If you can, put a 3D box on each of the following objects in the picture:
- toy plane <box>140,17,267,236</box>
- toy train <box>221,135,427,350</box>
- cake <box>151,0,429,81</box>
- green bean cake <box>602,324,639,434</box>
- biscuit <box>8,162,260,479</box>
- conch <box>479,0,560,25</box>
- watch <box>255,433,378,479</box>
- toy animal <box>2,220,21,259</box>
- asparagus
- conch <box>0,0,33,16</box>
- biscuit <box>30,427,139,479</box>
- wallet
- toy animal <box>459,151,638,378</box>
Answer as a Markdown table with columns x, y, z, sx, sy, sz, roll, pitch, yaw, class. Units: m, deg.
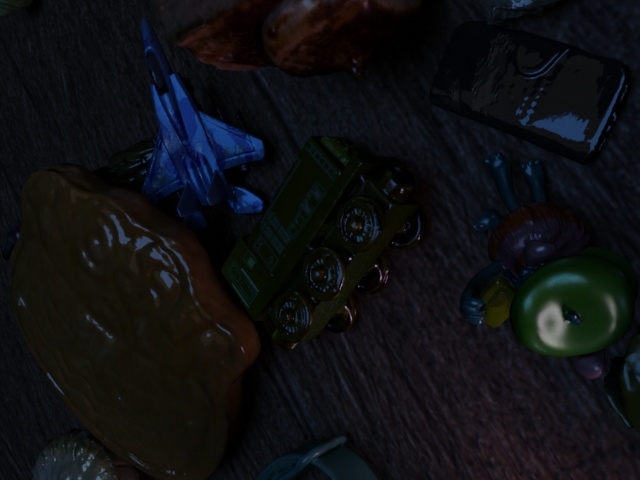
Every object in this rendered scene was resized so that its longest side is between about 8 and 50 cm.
| x | y | z | sx | sy | sz | roll | pitch | yaw | class |
| --- | --- | --- | --- | --- | --- | --- | --- | --- | --- |
| -0.152 | -0.131 | 0.703 | 0.169 | 0.078 | 0.247 | -20 | 85 | 21 | toy plane |
| 0.000 | 0.000 | 0.601 | 0.137 | 0.090 | 0.226 | 51 | 121 | 28 | toy train |
| -0.030 | -0.261 | 0.545 | 0.198 | 0.196 | 0.293 | -20 | 86 | 39 | cake |
| 0.325 | 0.122 | 0.281 | 0.309 | 0.202 | 0.285 | -34 | 75 | 35 | green bean cake |
| -0.248 | 0.115 | 0.756 | 0.385 | 0.062 | 0.365 | 35 | 122 | 16 | biscuit |
| 0.184 | -0.253 | 0.447 | 0.207 | 0.129 | 0.156 | 123 | 156 | -51 | conch |
| 0.000 | 0.318 | 0.643 | 0.195 | 0.068 | 0.237 | 31 | 115 | 35 | watch |
| -0.412 | 0.036 | 0.929 | 0.324 | 0.090 | 0.195 | 38 | 121 | 30 | toy animal |
| -0.278 | -0.065 | 0.826 | 0.287 | 0.080 | 0.080 | -28 | 76 | 36 | asparagus |
| -0.495 | -0.433 | 0.952 | 0.079 | 0.105 | 0.171 | 1 | 90 | 31 | conch |
| -0.326 | 0.368 | 0.890 | 0.281 | 0.084 | 0.179 | 32 | 113 | 33 | biscuit |
| 0.165 | -0.125 | 0.504 | 0.156 | 0.018 | 0.082 | 33 | 113 | 33 | wallet |
| 0.142 | 0.011 | 0.434 | 0.103 | 0.208 | 0.100 | -20 | 116 | 15 | toy animal |
